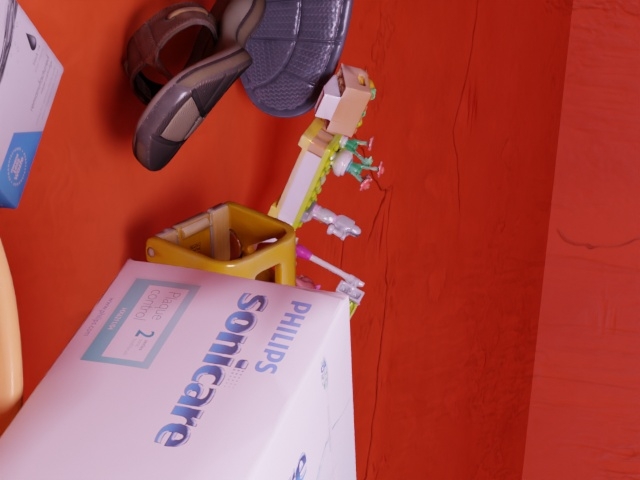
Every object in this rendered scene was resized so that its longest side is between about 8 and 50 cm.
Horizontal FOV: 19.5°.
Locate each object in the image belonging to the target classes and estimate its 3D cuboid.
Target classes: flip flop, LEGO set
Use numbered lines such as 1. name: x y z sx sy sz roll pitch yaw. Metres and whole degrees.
1. flip flop: -0.103 -0.138 1.392 0.112 0.080 0.277 -48 -168 25
2. LEGO set: 0.000 0.000 1.576 0.287 0.107 0.132 -61 175 3

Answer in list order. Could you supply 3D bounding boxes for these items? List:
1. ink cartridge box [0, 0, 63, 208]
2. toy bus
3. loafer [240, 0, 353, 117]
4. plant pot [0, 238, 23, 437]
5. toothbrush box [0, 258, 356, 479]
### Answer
1. ink cartridge box: -0.220 -0.104 1.081 0.180 0.060 0.104 60 40 -60
2. toy bus: -0.068 0.075 1.418 0.202 0.104 0.191 39 76 -52
3. loafer: -0.016 -0.258 1.579 0.095 0.109 0.303 -37 128 -71
4. plant pot: -0.278 0.085 0.752 0.291 0.203 0.291 6 90 -72
5. toothbrush box: -0.067 0.193 0.916 0.216 0.126 0.296 -61 154 -51
